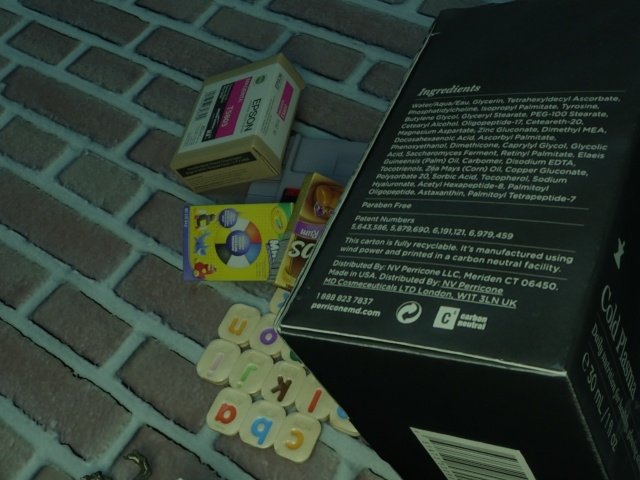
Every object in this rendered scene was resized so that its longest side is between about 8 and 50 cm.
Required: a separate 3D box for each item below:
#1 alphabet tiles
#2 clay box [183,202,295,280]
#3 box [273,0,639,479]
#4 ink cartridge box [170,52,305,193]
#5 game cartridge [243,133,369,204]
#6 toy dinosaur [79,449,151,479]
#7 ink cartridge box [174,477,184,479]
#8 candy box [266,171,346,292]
[{"bbox_3d":[-0.040,0.192,1.144,0.284,0.021,0.278,16,57,19],"label":"alphabet tiles"},{"bbox_3d":[-0.115,0.003,1.223,0.222,0.053,0.127,-2,87,16],"label":"clay box"},{"bbox_3d":[0.256,0.053,0.881,0.297,0.480,0.472,3,54,35],"label":"box"},{"bbox_3d":[-0.149,-0.215,1.365,0.193,0.088,0.235,-11,50,31],"label":"ink cartridge box"},{"bbox_3d":[0.049,-0.077,1.296,0.355,0.068,0.230,6,53,14],"label":"game cartridge"},{"bbox_3d":[-0.272,0.366,1.039,0.268,0.064,0.118,-23,70,-8],"label":"toy dinosaur"},{"bbox_3d":[-0.100,0.410,0.901,0.066,0.189,0.232,-35,58,-14],"label":"ink cartridge box"},{"bbox_3d":[0.000,0.000,1.168,0.109,0.053,0.187,23,80,-18],"label":"candy box"}]
